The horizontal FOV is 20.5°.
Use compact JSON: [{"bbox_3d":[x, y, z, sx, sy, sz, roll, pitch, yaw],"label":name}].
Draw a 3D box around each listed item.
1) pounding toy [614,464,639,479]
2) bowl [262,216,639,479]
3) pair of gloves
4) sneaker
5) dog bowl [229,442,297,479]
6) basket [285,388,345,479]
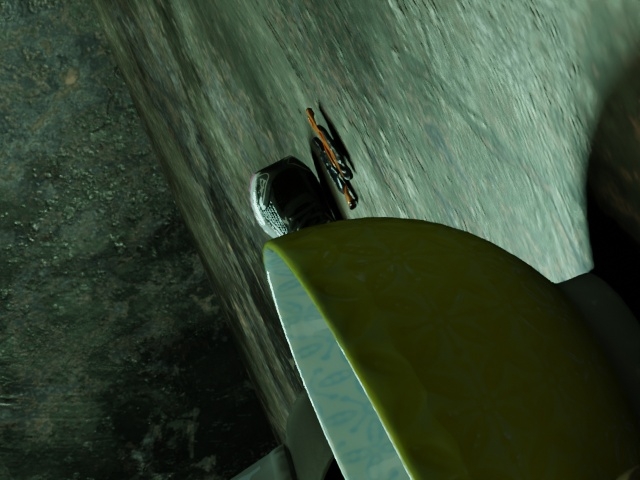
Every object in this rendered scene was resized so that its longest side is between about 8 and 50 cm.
[{"bbox_3d":[0.187,0.241,0.792,0.269,0.155,0.154,62,167,21],"label":"pounding toy"},{"bbox_3d":[0.098,0.099,0.940,0.289,0.156,0.289,62,172,15],"label":"bowl"},{"bbox_3d":[0.011,-0.070,1.513,0.074,0.010,0.083,60,173,23],"label":"pair of gloves"},{"bbox_3d":[0.000,0.000,1.649,0.077,0.072,0.178,32,156,54],"label":"sneaker"},{"bbox_3d":[-0.021,0.382,1.756,0.349,0.102,0.349,160,90,-88],"label":"dog bowl"},{"bbox_3d":[0.048,0.215,1.652,0.227,0.154,0.204,-125,28,-70],"label":"basket"}]
